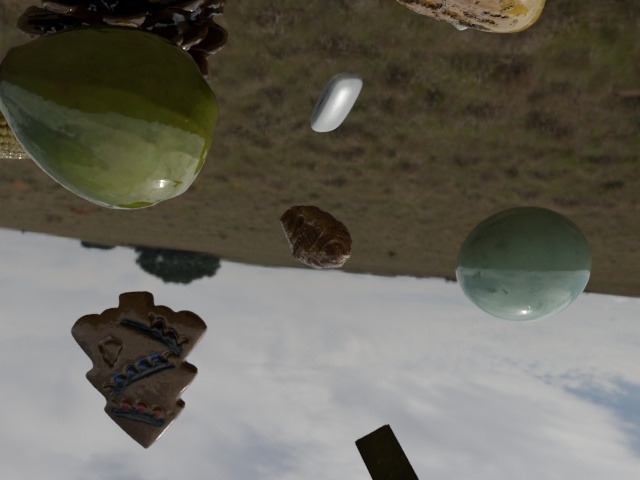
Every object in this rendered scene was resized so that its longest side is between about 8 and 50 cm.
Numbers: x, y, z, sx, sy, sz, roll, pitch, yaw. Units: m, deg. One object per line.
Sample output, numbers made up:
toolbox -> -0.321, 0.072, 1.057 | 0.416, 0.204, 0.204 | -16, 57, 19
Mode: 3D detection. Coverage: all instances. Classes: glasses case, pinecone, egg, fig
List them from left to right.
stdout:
fig -> -0.272, -0.164, 0.849 | 0.271, 0.239, 0.239 | 17, 172, -37
pinecone -> -0.330, -0.417, 1.056 | 0.385, 0.384, 0.384 | 5, 180, 0
glasses case -> 0.041, -0.378, 1.837 | 0.092, 0.059, 0.233 | -8, 155, -24
egg -> 0.485, 0.056, 1.596 | 0.389, 0.275, 0.276 | -6, -173, -42

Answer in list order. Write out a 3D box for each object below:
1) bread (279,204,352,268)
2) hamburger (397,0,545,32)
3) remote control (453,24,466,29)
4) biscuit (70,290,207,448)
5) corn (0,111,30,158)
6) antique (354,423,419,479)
bread -> 0.000, 0.000, 1.215 | 0.076, 0.104, 0.233 | 18, -172, -31
hamburger -> 0.259, -0.490, 1.187 | 0.305, 0.174, 0.284 | 17, -176, 12
remote control -> 0.297, -0.603, 1.547 | 0.049, 0.230, 0.090 | -24, -140, 1
biscuit -> -0.337, 0.246, 1.270 | 0.278, 0.301, 0.043 | -8, 180, 12
corn -> -0.594, -0.247, 1.457 | 0.144, 0.143, 0.387 | 5, -173, 39
antique -> 0.147, 0.463, 1.284 | 0.081, 0.080, 0.221 | -28, -151, -4
